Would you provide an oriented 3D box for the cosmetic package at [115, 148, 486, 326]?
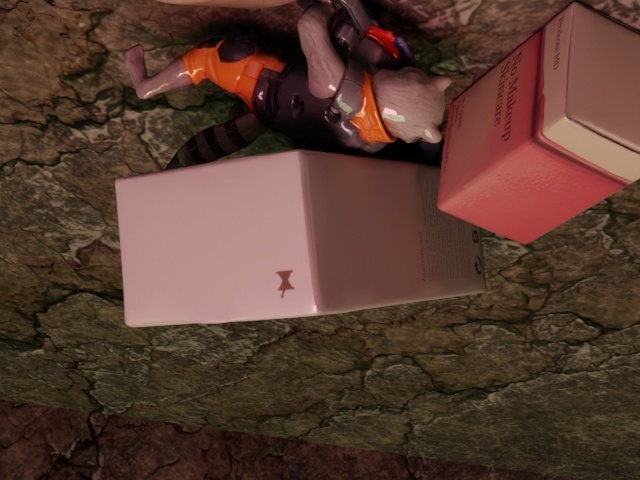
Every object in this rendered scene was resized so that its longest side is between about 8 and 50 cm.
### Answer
[{"bbox_3d":[0.000,0.000,1.294,0.230,0.162,0.453,-6,178,28],"label":"cosmetic package"}]

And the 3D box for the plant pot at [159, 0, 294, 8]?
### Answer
[{"bbox_3d":[0.033,-0.296,0.721,0.280,0.323,0.323,-1,165,-41],"label":"plant pot"}]

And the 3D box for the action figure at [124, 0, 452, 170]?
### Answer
[{"bbox_3d":[-0.001,-0.131,1.240,0.330,0.179,0.341,2,153,36],"label":"action figure"}]

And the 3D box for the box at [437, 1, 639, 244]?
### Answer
[{"bbox_3d":[0.241,-0.116,1.203,0.126,0.149,0.232,21,151,-19],"label":"box"}]
